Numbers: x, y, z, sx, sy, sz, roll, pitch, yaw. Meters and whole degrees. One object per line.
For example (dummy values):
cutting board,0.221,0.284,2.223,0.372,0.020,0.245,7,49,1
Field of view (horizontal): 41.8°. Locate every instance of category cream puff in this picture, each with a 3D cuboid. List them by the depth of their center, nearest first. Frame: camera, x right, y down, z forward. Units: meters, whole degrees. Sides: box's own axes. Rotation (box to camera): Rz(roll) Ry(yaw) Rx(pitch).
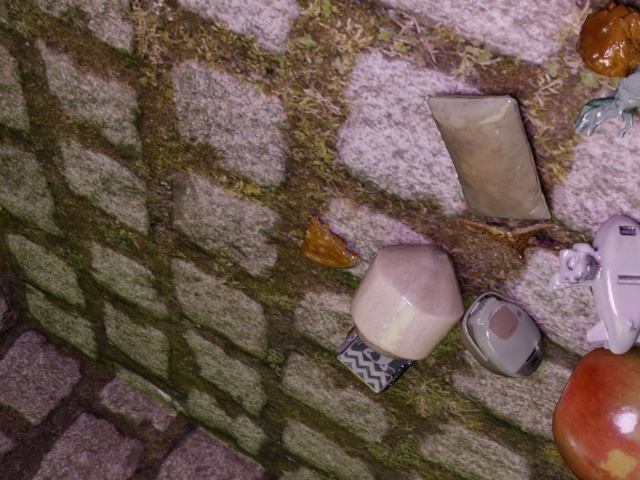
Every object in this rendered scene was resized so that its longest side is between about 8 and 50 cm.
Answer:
cream puff,0.445,-0.298,1.272,0.094,0.116,0.122,17,152,-36

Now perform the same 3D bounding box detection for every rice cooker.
rice cooker,0.399,0.216,1.866,0.206,0.145,0.127,44,156,-4

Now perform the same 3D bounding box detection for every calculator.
calculator,0.177,0.236,2.040,0.165,0.028,0.274,42,102,-3

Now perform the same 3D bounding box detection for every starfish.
starfish,0.384,-0.008,1.649,0.213,0.057,0.238,18,172,-11

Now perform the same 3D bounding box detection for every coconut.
coconut,0.202,0.127,1.861,0.237,0.237,0.266,31,119,10

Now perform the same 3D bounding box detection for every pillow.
pillow,0.318,-0.148,1.576,0.185,0.075,0.302,6,137,39

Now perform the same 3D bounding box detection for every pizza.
pizza,0.000,0.000,2.076,0.184,0.036,0.176,-1,128,45

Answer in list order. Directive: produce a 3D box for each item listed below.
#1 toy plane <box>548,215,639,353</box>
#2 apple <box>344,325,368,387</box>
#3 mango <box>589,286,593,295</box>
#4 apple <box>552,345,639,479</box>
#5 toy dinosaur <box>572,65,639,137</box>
toy plane,0.544,0.081,1.528,0.252,0.252,0.118,38,175,0
apple,0.148,0.287,2.151,0.155,0.182,0.182,-23,113,43
mango,0.588,0.108,1.627,0.159,0.084,0.105,53,163,9
apple,0.621,0.370,1.698,0.277,0.319,0.319,32,149,40
toy dinosaur,0.527,-0.246,1.264,0.383,0.076,0.129,-47,60,51
